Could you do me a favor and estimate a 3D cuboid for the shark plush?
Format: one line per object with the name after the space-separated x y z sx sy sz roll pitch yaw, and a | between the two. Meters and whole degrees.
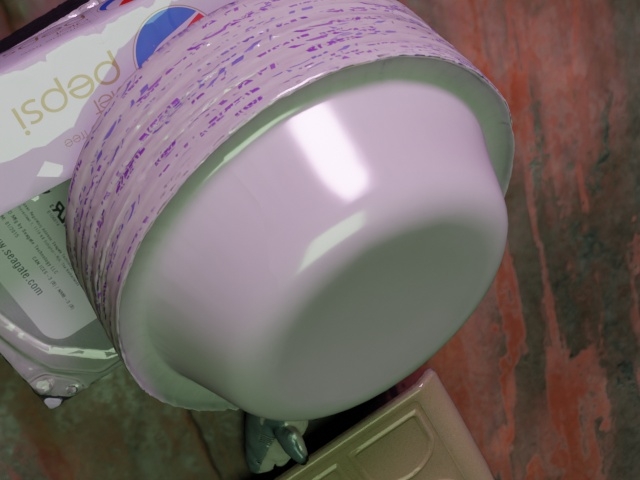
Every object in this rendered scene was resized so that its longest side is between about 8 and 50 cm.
-0.055 0.132 0.719 0.067 0.073 0.161 -12 124 16 | shark plush

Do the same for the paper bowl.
0.000 0.000 0.533 0.284 0.148 0.284 -25 144 -20 | paper bowl

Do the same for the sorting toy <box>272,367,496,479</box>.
0.070 0.281 0.838 0.229 0.041 0.307 -36 126 -7 | sorting toy

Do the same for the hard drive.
-0.119 -0.062 0.611 0.339 0.064 0.237 -34 119 -9 | hard drive

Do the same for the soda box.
-0.125 -0.102 0.517 0.216 0.069 0.074 -31 119 -11 | soda box
